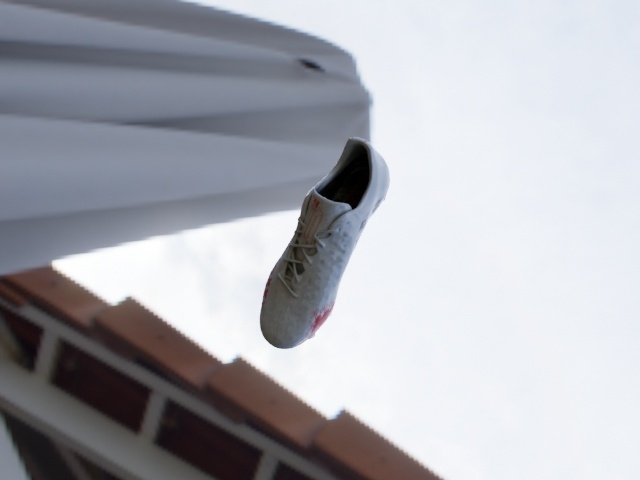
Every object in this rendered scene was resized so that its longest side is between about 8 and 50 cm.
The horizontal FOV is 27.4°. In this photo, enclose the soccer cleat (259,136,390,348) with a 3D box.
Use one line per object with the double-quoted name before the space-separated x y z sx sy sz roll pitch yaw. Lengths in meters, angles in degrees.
"soccer cleat" 0.000 0.000 0.479 0.029 0.083 0.035 24 -17 20
